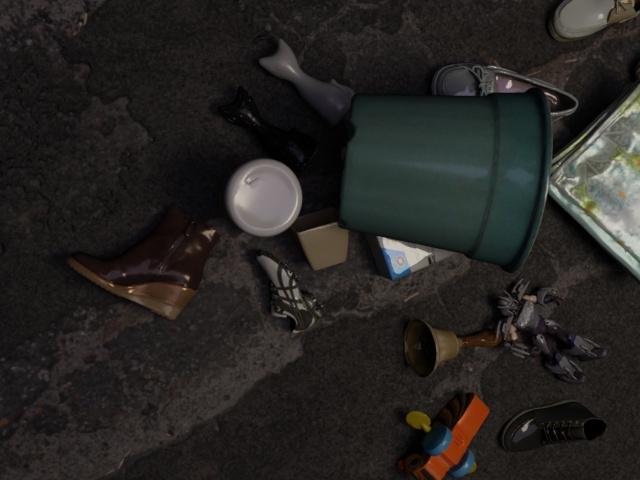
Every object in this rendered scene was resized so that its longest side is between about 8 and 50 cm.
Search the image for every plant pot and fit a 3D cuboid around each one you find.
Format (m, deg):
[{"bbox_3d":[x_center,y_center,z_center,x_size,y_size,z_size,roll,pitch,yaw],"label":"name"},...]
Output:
[{"bbox_3d":[0.000,0.000,1.329,0.109,0.109,0.096,-17,110,-12],"label":"plant pot"},{"bbox_3d":[0.209,-0.130,1.192,0.334,0.341,0.341,7,91,2],"label":"plant pot"}]

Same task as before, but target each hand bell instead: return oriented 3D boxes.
[{"bbox_3d":[0.319,0.225,1.425,0.242,0.126,0.126,-3,94,-26],"label":"hand bell"}]

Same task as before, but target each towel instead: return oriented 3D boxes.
[{"bbox_3d":[0.716,-0.123,1.417,0.374,0.090,0.320,45,102,0],"label":"towel"}]

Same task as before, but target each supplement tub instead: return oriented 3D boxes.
[{"bbox_3d":[-0.122,-0.082,1.243,0.144,0.199,0.144,-1,93,-13],"label":"supplement tub"}]

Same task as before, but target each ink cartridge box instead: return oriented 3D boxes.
[{"bbox_3d":[0.207,-0.022,1.379,0.203,0.086,0.148,-21,96,-12],"label":"ink cartridge box"}]

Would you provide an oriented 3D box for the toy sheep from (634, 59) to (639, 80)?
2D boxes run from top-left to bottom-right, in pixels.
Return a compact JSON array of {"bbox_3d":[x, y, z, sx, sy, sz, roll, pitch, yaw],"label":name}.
[{"bbox_3d":[0.779,-0.395,1.492,0.091,0.091,0.132,45,65,-11],"label":"toy sheep"}]

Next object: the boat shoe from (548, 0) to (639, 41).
[{"bbox_3d":[0.660,-0.545,1.447,0.302,0.103,0.113,-27,98,-10],"label":"boat shoe"}]

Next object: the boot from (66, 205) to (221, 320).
[{"bbox_3d":[-0.346,0.022,1.272,0.248,0.090,0.207,27,75,-11],"label":"boot"}]

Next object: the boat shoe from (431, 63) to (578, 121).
[{"bbox_3d":[0.400,-0.321,1.399,0.320,0.103,0.118,11,90,-13],"label":"boat shoe"}]

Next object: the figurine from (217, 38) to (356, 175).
[{"bbox_3d":[-0.068,-0.276,1.309,0.209,0.092,0.215,38,83,-8],"label":"figurine"}]

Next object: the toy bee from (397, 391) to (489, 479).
[{"bbox_3d":[0.239,0.459,1.395,0.298,0.162,0.195,-27,90,-35],"label":"toy bee"}]

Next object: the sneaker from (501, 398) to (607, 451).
[{"bbox_3d":[0.528,0.430,1.458,0.222,0.118,0.083,-21,97,-11],"label":"sneaker"}]

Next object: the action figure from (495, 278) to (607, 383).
[{"bbox_3d":[0.504,0.204,1.449,0.285,0.099,0.185,38,77,-15],"label":"action figure"}]

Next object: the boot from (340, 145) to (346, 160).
[{"bbox_3d":[0.139,-0.192,1.375,0.189,0.069,0.086,14,68,-10],"label":"boot"}]

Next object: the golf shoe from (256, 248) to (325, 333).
[{"bbox_3d":[-0.080,0.108,1.326,0.094,0.077,0.198,-41,99,-8],"label":"golf shoe"}]
